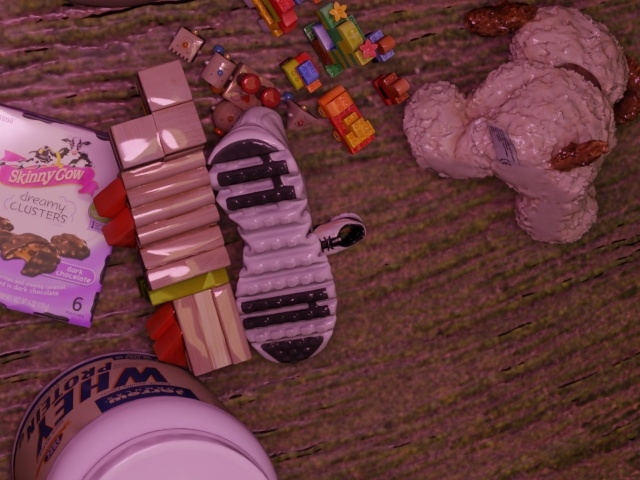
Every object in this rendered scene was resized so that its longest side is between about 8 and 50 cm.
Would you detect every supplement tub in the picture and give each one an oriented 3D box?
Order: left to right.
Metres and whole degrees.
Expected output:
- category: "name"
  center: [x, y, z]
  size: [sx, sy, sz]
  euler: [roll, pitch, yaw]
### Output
- category: "supplement tub"
  center: [-0.171, 0.250, 1.562]
  size: [0.235, 0.325, 0.235]
  euler: [-2, 98, -17]

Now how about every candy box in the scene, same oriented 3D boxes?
- category: "candy box"
  center: [-0.290, -0.028, 1.619]
  size: [0.164, 0.070, 0.196]
  euler: [15, 93, -18]

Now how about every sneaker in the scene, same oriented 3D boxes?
- category: "sneaker"
  center: [-0.043, -0.004, 1.660]
  size: [0.110, 0.118, 0.292]
  euler: [-6, 121, 5]
- category: "sneaker"
  center: [0.000, 0.000, 1.726]
  size: [0.109, 0.044, 0.040]
  euler: [-25, 107, -10]

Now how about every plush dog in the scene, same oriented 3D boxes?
- category: "plush dog"
  center: [0.250, -0.153, 1.721]
  size: [0.262, 0.210, 0.225]
  euler: [29, 62, -20]

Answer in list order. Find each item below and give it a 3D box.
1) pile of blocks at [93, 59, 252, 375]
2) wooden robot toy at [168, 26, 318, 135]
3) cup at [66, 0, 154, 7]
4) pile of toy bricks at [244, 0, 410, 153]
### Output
- category: "pile of blocks"
  center: [-0.166, -0.015, 1.600]
  size: [0.112, 0.149, 0.362]
  euler: [-18, 124, -13]
- category: "wooden robot toy"
  center: [-0.092, -0.146, 1.666]
  size: [0.173, 0.076, 0.079]
  euler: [32, 99, -18]
- category: "cup"
  center: [-0.184, -0.387, 1.513]
  size: [0.331, 0.237, 0.331]
  euler: [-3, 99, -16]
- category: "pile of toy bricks"
  center: [0.022, -0.202, 1.663]
  size: [0.118, 0.105, 0.212]
  euler: [-38, 105, -17]
